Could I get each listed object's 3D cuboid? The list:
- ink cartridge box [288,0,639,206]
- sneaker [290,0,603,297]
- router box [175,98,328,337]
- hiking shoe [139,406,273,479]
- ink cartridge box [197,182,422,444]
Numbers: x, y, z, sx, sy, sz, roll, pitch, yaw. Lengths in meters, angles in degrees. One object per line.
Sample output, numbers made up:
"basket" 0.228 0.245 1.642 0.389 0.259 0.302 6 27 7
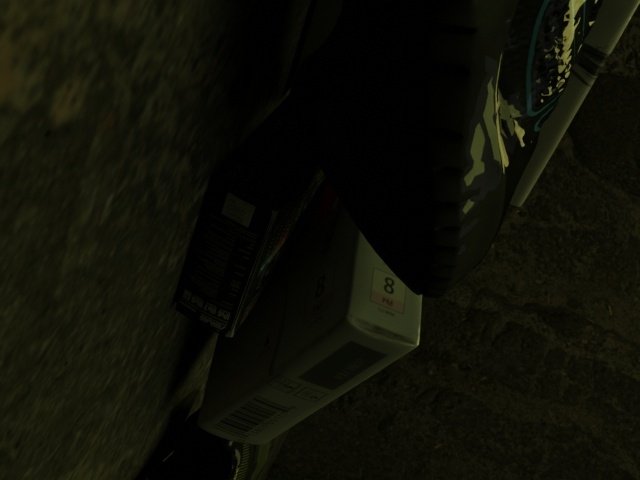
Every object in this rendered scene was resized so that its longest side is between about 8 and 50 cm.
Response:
"ink cartridge box" 0.085 -0.136 0.511 0.086 0.148 0.203 -59 172 -46
"sneaker" 0.071 -0.088 0.405 0.140 0.125 0.340 -31 158 -16
"router box" -0.030 -0.018 0.559 0.122 0.038 0.092 -55 169 -53
"hiking shoe" -0.115 0.213 0.708 0.114 0.086 0.226 54 56 -68
"ink cartridge box" 0.000 0.000 0.665 0.189 0.066 0.232 -42 -145 48
